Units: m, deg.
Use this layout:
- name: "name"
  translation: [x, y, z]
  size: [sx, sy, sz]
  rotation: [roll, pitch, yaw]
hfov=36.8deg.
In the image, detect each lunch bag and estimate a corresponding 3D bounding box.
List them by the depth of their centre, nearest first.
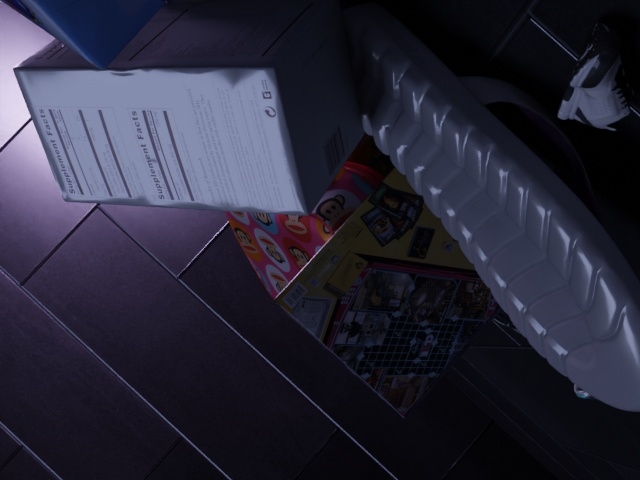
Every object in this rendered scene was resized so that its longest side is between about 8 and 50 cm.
- name: "lunch bag"
  translation: [0.000, 0.000, 1.112]
  size: [0.293, 0.120, 0.258]
  rotation: [19, 144, 56]

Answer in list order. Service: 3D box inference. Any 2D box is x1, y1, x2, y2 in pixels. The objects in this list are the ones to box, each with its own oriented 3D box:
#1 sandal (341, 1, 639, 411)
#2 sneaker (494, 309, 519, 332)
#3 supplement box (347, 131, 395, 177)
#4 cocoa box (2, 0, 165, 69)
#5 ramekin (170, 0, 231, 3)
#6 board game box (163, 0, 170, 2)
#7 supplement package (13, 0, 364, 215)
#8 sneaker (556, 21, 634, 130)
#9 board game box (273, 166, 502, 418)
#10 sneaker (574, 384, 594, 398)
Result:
- name: "sandal"
  translation: [0.153, -0.056, 0.769]
  size: [0.416, 0.102, 0.169]
  rotation: [54, 163, 21]
- name: "sneaker"
  translation: [0.213, 0.029, 1.052]
  size: [0.110, 0.107, 0.275]
  rotation: [24, -170, -32]
- name: "supplement box"
  translation: [0.055, -0.098, 1.130]
  size: [0.080, 0.078, 0.233]
  rotation: [39, 174, 28]
- name: "cocoa box"
  translation: [-0.192, -0.309, 0.512]
  size: [0.228, 0.231, 0.347]
  rotation: [37, 172, 38]
- name: "ramekin"
  translation: [-0.129, -0.252, 0.997]
  size: [0.273, 0.127, 0.273]
  rotation: [42, 174, 6]
- name: "board game box"
  translation: [-0.091, -0.268, 0.281]
  size: [0.347, 0.208, 0.056]
  rotation: [46, 170, -38]
- name: "supplement package"
  translation: [-0.107, -0.117, 0.818]
  size: [0.244, 0.139, 0.134]
  rotation: [4, 127, 24]
- name: "sneaker"
  translation: [0.176, -0.099, 0.592]
  size: [0.043, 0.040, 0.109]
  rotation: [24, 173, 12]
- name: "board game box"
  translation: [0.098, 0.023, 0.912]
  size: [0.165, 0.243, 0.042]
  rotation: [41, 174, 14]
- name: "sneaker"
  translation: [0.320, 0.145, 1.051]
  size: [0.212, 0.094, 0.080]
  rotation: [46, 171, -33]
